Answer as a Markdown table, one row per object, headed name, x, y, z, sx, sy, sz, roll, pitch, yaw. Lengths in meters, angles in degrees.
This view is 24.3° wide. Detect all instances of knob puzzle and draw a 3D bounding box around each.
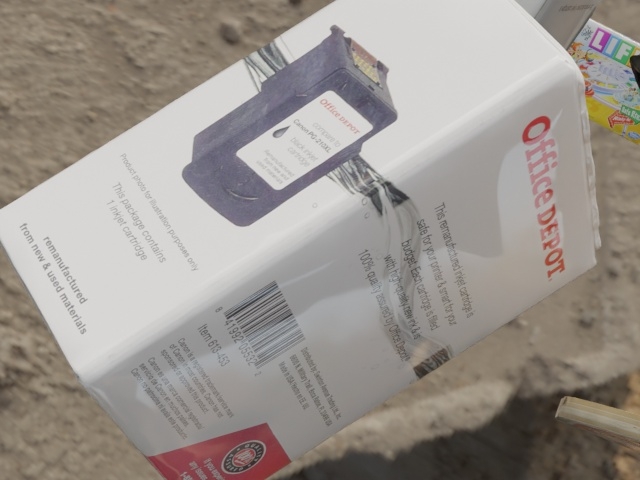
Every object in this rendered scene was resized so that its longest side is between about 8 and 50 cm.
| name | x | y | z | sx | sy | sz | roll | pitch | yaw |
| --- | --- | --- | --- | --- | --- | --- | --- | --- | --- |
| knob puzzle | 0.179 | 0.108 | 0.623 | 0.213 | 0.213 | 0.030 | 24 | 84 | -38 |

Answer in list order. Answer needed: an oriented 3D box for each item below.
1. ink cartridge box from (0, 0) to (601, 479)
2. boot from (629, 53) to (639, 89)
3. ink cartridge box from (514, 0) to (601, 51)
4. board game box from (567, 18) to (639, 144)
| name | x | y | z | sx | sy | sz | roll | pitch | yaw |
| --- | --- | --- | --- | --- | --- | --- | --- | --- | --- |
| ink cartridge box | 0.000 | 0.000 | 0.676 | 0.237 | 0.100 | 0.172 | -32 | 148 | -5 |
| boot | 0.282 | -0.112 | 0.808 | 0.161 | 0.246 | 0.083 | -28 | 96 | -14 |
| ink cartridge box | 0.172 | -0.244 | 1.106 | 0.273 | 0.114 | 0.197 | -58 | 167 | 20 |
| board game box | 0.327 | -0.192 | 1.725 | 0.103 | 0.154 | 0.026 | -64 | 168 | 16 |
